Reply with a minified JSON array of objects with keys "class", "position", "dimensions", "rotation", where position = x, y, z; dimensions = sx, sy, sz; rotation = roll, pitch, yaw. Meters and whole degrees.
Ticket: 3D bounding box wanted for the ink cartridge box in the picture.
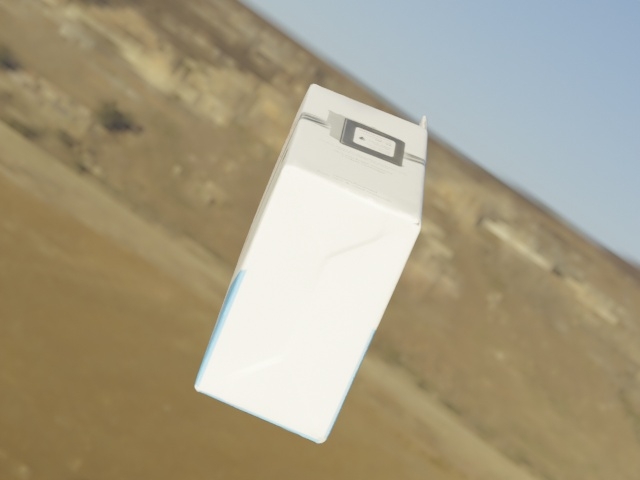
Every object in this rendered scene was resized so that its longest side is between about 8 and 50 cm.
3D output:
[{"class":"ink cartridge box","position":[0.000,0.000,0.829],"dimensions":[0.060,0.104,0.180],"rotation":[22,17,-3]}]
